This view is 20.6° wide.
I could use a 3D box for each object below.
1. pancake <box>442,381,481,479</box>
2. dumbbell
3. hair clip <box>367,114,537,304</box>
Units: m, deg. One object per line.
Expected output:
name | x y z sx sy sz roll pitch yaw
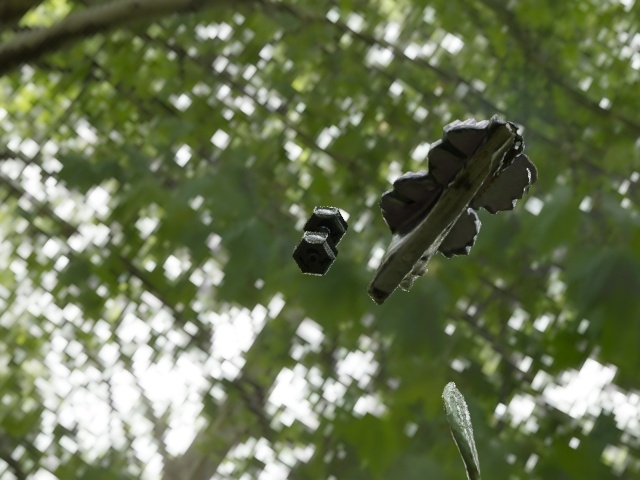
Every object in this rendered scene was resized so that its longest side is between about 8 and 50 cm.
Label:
pancake | 0.156 0.217 1.885 0.022 0.116 0.130 -15 -65 6
dumbbell | 0.000 0.000 1.564 0.036 0.083 0.040 -24 -73 19
hair clip | 0.119 -0.035 1.686 0.106 0.084 0.292 40 -42 2
